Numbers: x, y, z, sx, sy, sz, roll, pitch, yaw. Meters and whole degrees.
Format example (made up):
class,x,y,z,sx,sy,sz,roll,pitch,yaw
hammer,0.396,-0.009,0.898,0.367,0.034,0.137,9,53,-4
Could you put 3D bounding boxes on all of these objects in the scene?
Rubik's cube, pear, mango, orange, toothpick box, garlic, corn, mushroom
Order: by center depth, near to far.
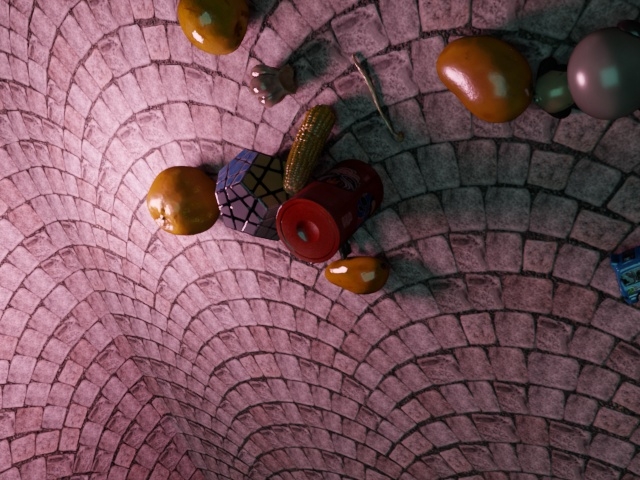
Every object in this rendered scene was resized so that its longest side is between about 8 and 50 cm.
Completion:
class,x,y,z,sx,sy,sz,roll,pitch,yaw
mango,0.404,-0.402,1.178,0.254,0.139,0.175,46,136,8
mushroom,0.162,-0.408,1.397,0.028,0.026,0.286,-30,98,22
pear,-0.317,-0.661,1.420,0.209,0.209,0.208,14,123,23
toothpick box,0.038,-0.097,1.445,0.204,0.333,0.204,15,124,24
corn,-0.039,-0.273,1.463,0.101,0.101,0.291,18,86,21
garlic,-0.175,-0.482,1.498,0.194,0.127,0.131,15,129,46
Rubik's cube,-0.191,-0.151,1.593,0.319,0.318,0.264,-15,135,36
mango,0.122,0.121,1.663,0.254,0.113,0.138,-4,122,37
orange,-0.512,-0.143,1.808,0.279,0.235,0.278,21,129,28

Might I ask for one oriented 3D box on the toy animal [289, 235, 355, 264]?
class,x,y,z,sx,sy,sz,roll,pitch,yaw
toy animal,-0.001,-0.002,1.672,0.245,0.114,0.146,-13,107,10

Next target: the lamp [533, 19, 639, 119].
class,x,y,z,sx,sy,sz,roll,pitch,yaw
lamp,0.610,-0.358,1.070,0.244,0.198,0.197,-2,118,57

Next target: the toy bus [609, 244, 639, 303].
class,x,y,z,sx,sy,sz,roll,pitch,yaw
toy bus,0.859,0.056,1.191,0.246,0.113,0.134,-33,93,37
